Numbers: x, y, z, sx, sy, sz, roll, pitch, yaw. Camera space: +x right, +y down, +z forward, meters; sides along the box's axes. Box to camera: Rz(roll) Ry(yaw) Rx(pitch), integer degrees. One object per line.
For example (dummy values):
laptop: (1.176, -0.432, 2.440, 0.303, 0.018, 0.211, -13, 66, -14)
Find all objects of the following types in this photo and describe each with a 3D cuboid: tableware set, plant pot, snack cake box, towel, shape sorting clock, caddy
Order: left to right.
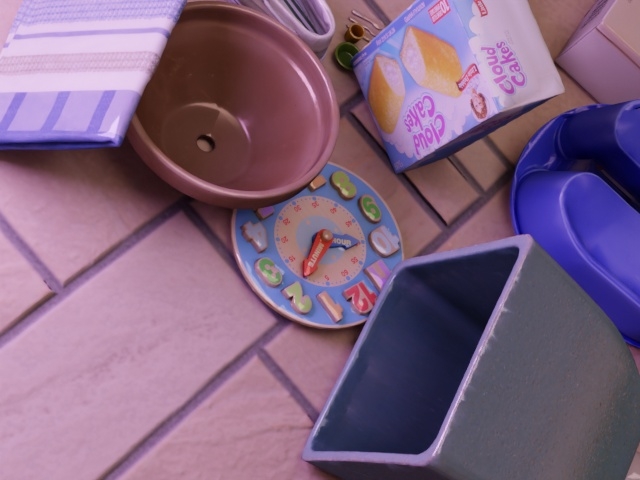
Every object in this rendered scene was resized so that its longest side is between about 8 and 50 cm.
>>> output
towel: (-0.235, -0.205, 1.313, 0.034, 0.209, 0.285, 57, 43, -47)
plant pot: (-0.108, -0.127, 1.372, 0.237, 0.110, 0.237, 10, 62, -19)
shape sorting clock: (0.000, 0.000, 1.420, 0.206, 0.040, 0.206, 11, 65, -23)
tableware set: (0.092, -0.217, 1.569, 0.154, 0.024, 0.104, 28, 60, -15)
snack cake box: (0.142, -0.183, 1.423, 0.089, 0.264, 0.152, -19, 86, -23)
plant pot: (0.183, 0.176, 1.311, 0.252, 0.247, 0.247, 35, 67, -20)
caddy: (0.392, -0.017, 1.551, 0.341, 0.179, 0.241, 40, 79, -7)

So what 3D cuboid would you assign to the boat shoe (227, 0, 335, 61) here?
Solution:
boat shoe: (-0.082, -0.330, 1.485, 0.109, 0.094, 0.302, -39, 90, -34)

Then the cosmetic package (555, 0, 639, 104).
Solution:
cosmetic package: (0.480, -0.203, 1.710, 0.309, 0.113, 0.160, 40, 57, -6)

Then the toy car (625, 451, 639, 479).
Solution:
toy car: (0.329, 0.299, 1.418, 0.182, 0.159, 0.136, 39, 94, -8)
